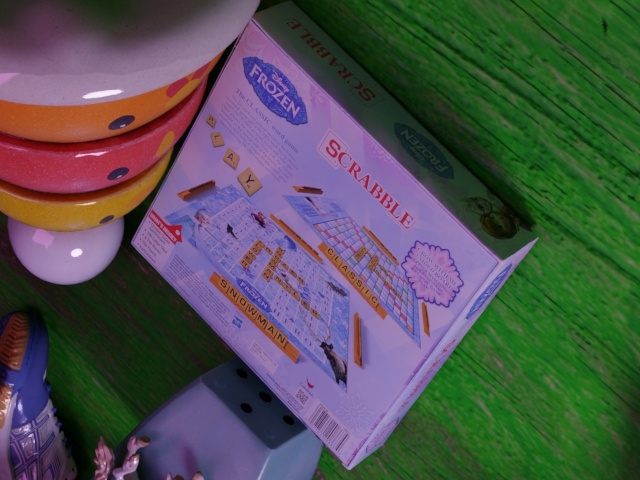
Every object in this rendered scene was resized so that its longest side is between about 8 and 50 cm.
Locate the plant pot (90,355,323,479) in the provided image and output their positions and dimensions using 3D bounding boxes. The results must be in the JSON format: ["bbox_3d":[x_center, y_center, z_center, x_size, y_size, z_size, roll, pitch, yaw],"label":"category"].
[{"bbox_3d":[-0.108,0.230,1.791,0.165,0.165,0.234,43,124,15],"label":"plant pot"}]

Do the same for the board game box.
[{"bbox_3d":[0.000,0.000,1.646,0.319,0.066,0.318,45,133,14],"label":"board game box"}]

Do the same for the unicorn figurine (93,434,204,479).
[{"bbox_3d":[-0.158,0.262,1.710,0.162,0.060,0.111,38,119,36],"label":"unicorn figurine"}]

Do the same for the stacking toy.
[{"bbox_3d":[-0.233,-0.129,1.672,0.350,0.350,0.480,36,148,21],"label":"stacking toy"}]

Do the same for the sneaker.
[{"bbox_3d":[-0.333,0.224,2.022,0.112,0.131,0.296,33,113,60],"label":"sneaker"}]
